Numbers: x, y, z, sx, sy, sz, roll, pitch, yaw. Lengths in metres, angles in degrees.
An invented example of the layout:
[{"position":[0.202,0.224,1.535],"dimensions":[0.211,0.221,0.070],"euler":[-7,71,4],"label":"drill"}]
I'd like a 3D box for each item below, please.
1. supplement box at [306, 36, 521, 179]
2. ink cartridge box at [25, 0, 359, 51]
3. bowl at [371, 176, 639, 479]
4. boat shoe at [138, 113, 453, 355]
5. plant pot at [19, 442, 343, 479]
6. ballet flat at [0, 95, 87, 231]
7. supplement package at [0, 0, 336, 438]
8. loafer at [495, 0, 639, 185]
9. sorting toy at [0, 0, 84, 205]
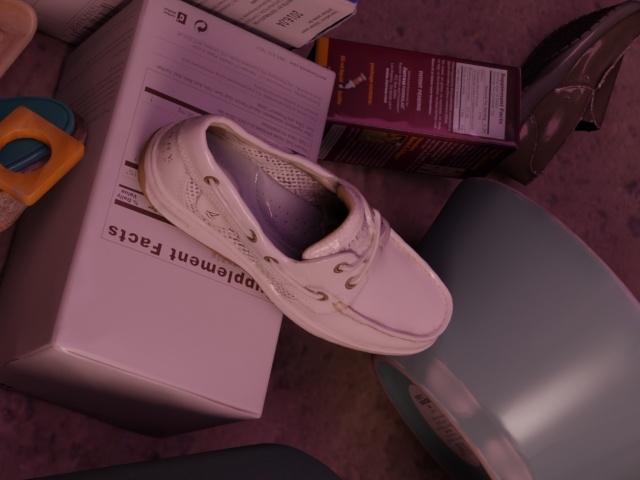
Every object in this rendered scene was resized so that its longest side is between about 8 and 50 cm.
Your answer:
[{"position":[0.075,-0.115,1.317],"dimensions":[0.188,0.104,0.080],"euler":[7,74,-11],"label":"supplement box"},{"position":[-0.131,-0.250,1.164],"dimensions":[0.396,0.270,0.151],"euler":[21,71,-24],"label":"ink cartridge box"},{"position":[0.160,0.117,1.246],"dimensions":[0.163,0.311,0.311],"euler":[-39,98,-12],"label":"bowl"},{"position":[0.000,0.000,1.070],"dimensions":[0.277,0.096,0.098],"euler":[31,64,-24],"label":"boat shoe"},{"position":[-0.140,0.294,1.007],"dimensions":[0.334,0.341,0.341],"euler":[-10,82,-39],"label":"plant pot"},{"position":[-0.318,-0.014,1.082],"dimensions":[0.316,0.106,0.107],"euler":[-20,49,-17],"label":"ballet flat"},{"position":[-0.128,-0.012,1.158],"dimensions":[0.175,0.177,0.292],"euler":[22,68,-26],"label":"supplement package"},{"position":[0.244,-0.147,1.464],"dimensions":[0.251,0.094,0.087],"euler":[-44,106,-21],"label":"loafer"},{"position":[-0.327,-0.138,1.063],"dimensions":[0.348,0.047,0.196],"euler":[22,56,8],"label":"sorting toy"}]
